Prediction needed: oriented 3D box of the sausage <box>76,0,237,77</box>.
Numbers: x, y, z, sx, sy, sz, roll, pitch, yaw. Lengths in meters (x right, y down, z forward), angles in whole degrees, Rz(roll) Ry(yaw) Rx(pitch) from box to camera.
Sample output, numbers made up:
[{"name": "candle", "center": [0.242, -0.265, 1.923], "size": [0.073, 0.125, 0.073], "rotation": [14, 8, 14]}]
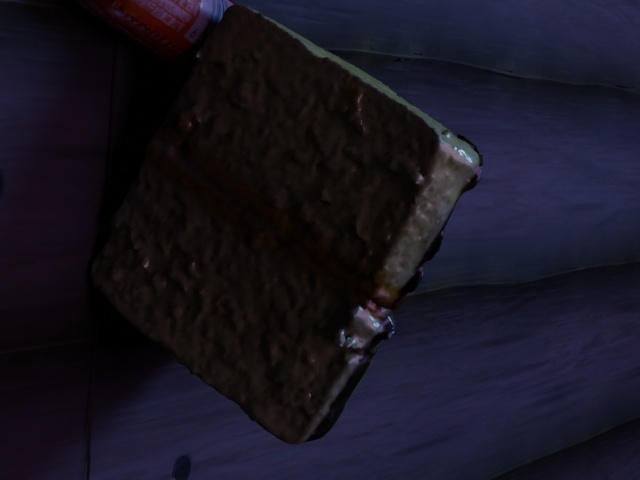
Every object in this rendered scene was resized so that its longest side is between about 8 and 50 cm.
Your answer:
[{"name": "sausage", "center": [-0.108, -0.169, 1.102], "size": [0.274, 0.074, 0.074], "rotation": [28, 74, -56]}]

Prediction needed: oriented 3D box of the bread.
[{"name": "bread", "center": [0.000, 0.000, 1.102], "size": [0.198, 0.236, 0.263], "rotation": [14, 108, -56]}]
